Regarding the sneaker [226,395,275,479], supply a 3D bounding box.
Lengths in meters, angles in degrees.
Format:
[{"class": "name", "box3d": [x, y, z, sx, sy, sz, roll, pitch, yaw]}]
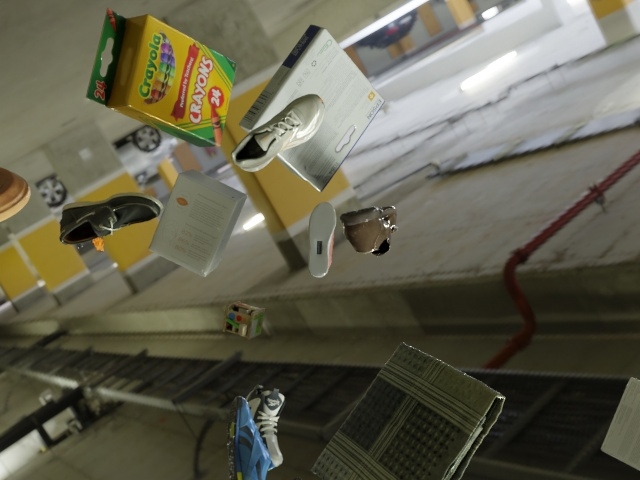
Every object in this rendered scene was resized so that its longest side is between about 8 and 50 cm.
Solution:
[{"class": "sneaker", "box3d": [-0.135, 0.408, 1.601, 0.082, 0.209, 0.069, 3, 151, -20]}]

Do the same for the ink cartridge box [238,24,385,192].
[{"class": "ink cartridge box", "box3d": [-0.014, -0.342, 2.182, 0.071, 0.330, 0.324, 31, -97, 42]}]

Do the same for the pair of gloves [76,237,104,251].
[{"class": "pair of gloves", "box3d": [-0.598, -0.002, 2.117, 0.083, 0.074, 0.010, 8, -136, -1]}]

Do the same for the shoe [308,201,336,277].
[{"class": "shoe", "box3d": [0.000, 0.000, 1.939, 0.063, 0.178, 0.081, 5, 176, 0]}]

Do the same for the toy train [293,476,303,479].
[{"class": "toy train", "box3d": [-0.069, 0.529, 1.648, 0.036, 0.027, 0.158, -59, 174, 23]}]

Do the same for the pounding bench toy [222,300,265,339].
[{"class": "pounding bench toy", "box3d": [-0.151, 0.149, 1.519, 0.065, 0.052, 0.083, 14, -170, 18]}]

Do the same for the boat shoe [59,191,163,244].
[{"class": "boat shoe", "box3d": [-0.414, -0.039, 1.626, 0.233, 0.084, 0.079, -9, -126, 21]}]

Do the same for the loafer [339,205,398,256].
[{"class": "loafer", "box3d": [0.132, -0.018, 2.234, 0.133, 0.130, 0.366, -11, 179, 18]}]

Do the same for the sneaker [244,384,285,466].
[{"class": "sneaker", "box3d": [-0.142, 0.476, 2.186, 0.153, 0.094, 0.235, -58, -146, 10]}]

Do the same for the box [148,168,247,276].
[{"class": "box", "box3d": [-0.243, -0.037, 1.642, 0.170, 0.130, 0.091, -65, 177, 14]}]

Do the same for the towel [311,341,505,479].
[{"class": "towel", "box3d": [0.149, 0.353, 1.448, 0.312, 0.056, 0.324, -53, -154, -7]}]

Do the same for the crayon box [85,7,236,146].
[{"class": "crayon box", "box3d": [-0.329, -0.340, 1.751, 0.081, 0.202, 0.318, 4, 171, 40]}]

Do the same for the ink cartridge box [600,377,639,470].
[{"class": "ink cartridge box", "box3d": [0.745, 0.424, 1.779, 0.224, 0.181, 0.056, 24, -177, 39]}]

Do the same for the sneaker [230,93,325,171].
[{"class": "sneaker", "box3d": [-0.101, -0.250, 1.945, 0.262, 0.099, 0.121, -38, 179, 11]}]

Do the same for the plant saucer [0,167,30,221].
[{"class": "plant saucer", "box3d": [-0.611, -0.079, 1.435, 0.199, 0.037, 0.200, -2, -149, 1]}]
